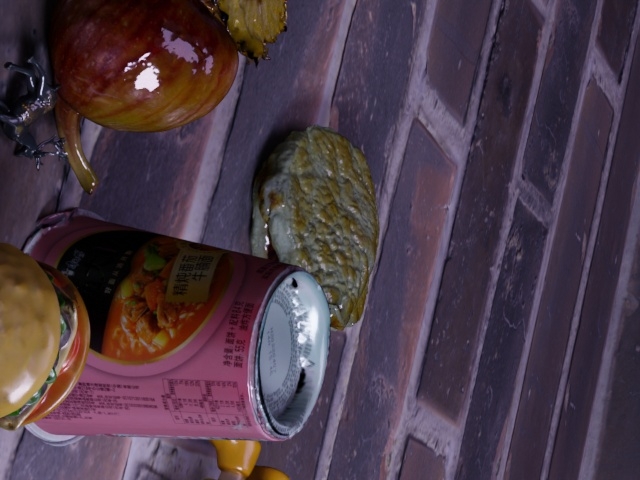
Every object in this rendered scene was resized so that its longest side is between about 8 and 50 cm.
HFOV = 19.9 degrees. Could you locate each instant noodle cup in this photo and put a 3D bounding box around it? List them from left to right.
[{"bbox_3d":[-0.135,0.093,1.718,0.244,0.255,0.244,4,90,-65],"label":"instant noodle cup"}]

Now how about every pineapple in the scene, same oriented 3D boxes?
[{"bbox_3d":[-0.092,-0.290,1.916,0.225,0.076,0.225,5,90,-68],"label":"pineapple"}]

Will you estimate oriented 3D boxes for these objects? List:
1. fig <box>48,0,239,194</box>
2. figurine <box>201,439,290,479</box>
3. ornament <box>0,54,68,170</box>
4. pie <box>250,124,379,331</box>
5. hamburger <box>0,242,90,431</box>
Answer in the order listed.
[{"bbox_3d":[-0.190,-0.162,1.681,0.175,0.207,0.175,51,16,-20],"label":"fig"},{"bbox_3d":[-0.126,0.368,1.914,0.215,0.187,0.344,42,51,-34],"label":"figurine"},{"bbox_3d":[-0.257,-0.111,1.639,0.073,0.028,0.125,-46,142,-6],"label":"ornament"},{"bbox_3d":[0.000,-0.009,2.172,0.274,0.105,0.257,-18,104,-64],"label":"pie"},{"bbox_3d":[-0.274,0.083,1.531,0.115,0.162,0.162,32,67,-64],"label":"hamburger"}]
